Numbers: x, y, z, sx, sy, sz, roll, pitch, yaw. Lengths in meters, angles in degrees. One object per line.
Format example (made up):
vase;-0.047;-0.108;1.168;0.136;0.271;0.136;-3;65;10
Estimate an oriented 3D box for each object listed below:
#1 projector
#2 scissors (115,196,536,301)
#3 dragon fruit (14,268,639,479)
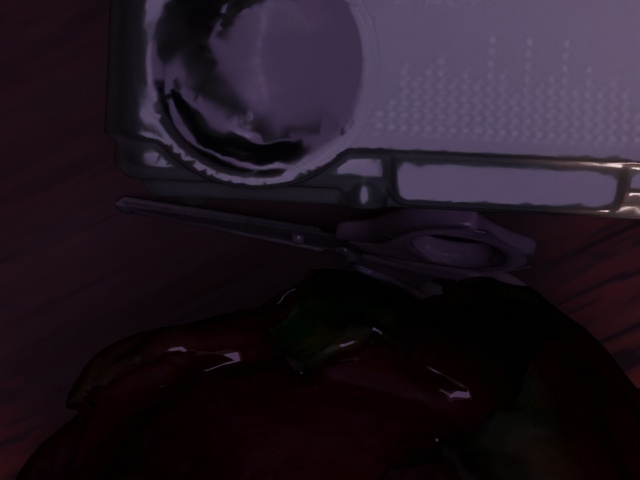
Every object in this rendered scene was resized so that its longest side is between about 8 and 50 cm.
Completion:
projector;0.054;-0.061;0.716;0.257;0.192;0.099;3;95;0
scissors;0.000;0.000;0.790;0.189;0.100;0.015;9;66;14
dragon fruit;0.023;0.161;0.687;0.329;0.329;0.329;0;96;1
